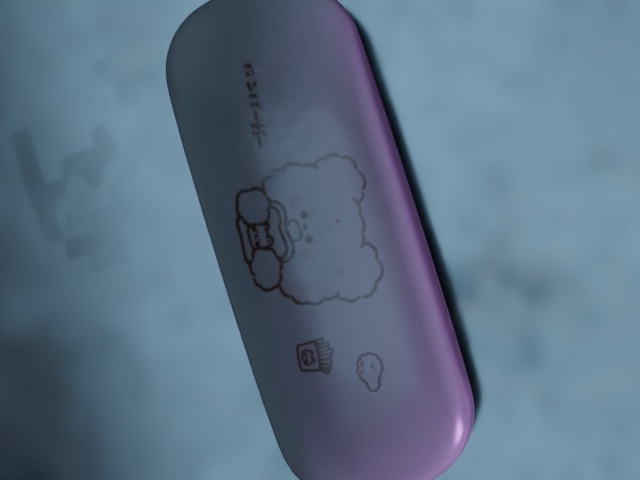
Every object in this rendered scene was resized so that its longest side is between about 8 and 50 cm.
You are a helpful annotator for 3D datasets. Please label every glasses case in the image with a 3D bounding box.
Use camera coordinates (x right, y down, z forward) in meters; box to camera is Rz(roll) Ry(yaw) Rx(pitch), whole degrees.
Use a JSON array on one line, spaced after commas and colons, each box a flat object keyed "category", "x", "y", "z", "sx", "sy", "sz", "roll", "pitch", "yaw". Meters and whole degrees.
[{"category": "glasses case", "x": 0.000, "y": 0.000, "z": 0.601, "sx": 0.074, "sy": 0.049, "sz": 0.193, "roll": -17, "pitch": 90, "yaw": 8}]
